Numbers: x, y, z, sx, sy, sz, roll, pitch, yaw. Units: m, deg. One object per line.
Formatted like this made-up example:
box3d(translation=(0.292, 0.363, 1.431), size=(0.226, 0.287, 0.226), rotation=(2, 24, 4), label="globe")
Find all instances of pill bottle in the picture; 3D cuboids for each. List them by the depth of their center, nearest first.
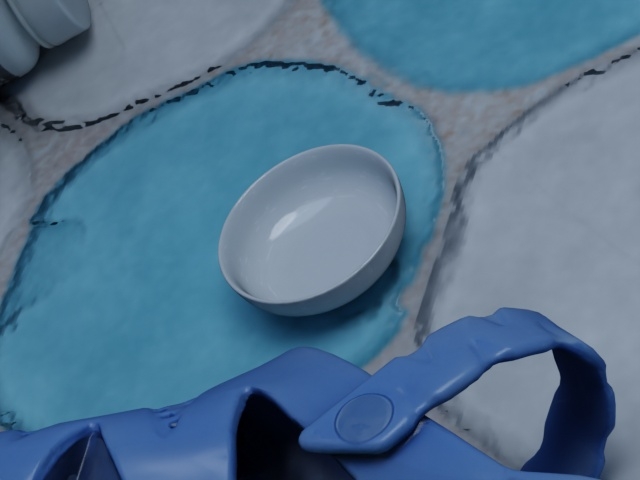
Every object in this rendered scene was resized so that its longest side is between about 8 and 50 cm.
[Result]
box3d(translation=(-0.191, -0.106, 0.978), size=(0.137, 0.078, 0.078), rotation=(-25, 43, 11), label="pill bottle")

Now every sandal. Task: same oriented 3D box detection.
box3d(translation=(-0.019, 0.096, 0.668), size=(0.317, 0.126, 0.138), rotation=(-2, 48, 20), label="sandal")

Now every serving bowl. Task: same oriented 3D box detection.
box3d(translation=(0.000, 0.000, 0.800), size=(0.083, 0.027, 0.083), rotation=(-17, 46, 18), label="serving bowl")
